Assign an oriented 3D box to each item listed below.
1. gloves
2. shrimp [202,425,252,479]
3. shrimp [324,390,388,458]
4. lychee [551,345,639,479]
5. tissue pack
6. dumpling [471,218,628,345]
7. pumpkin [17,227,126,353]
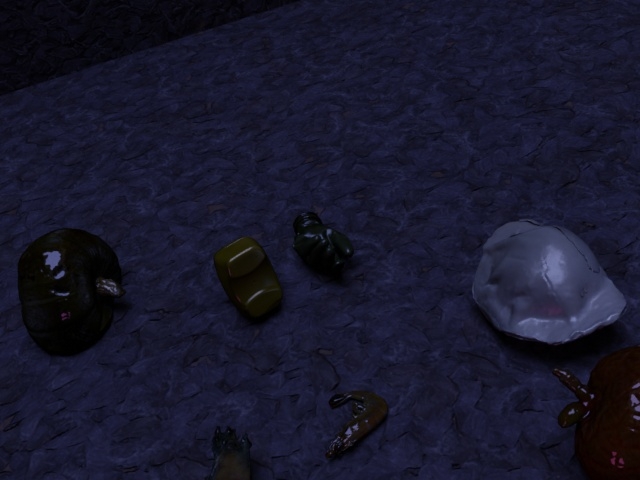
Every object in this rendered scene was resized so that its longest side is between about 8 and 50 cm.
[{"bbox_3d":[0.001,0.011,1.862,0.135,0.107,0.268,-13,22,-11],"label":"gloves"},{"bbox_3d":[-0.214,0.494,1.318,0.272,0.085,0.445,-30,25,20],"label":"shrimp"},{"bbox_3d":[0.048,0.354,1.498,0.178,0.034,0.124,-36,42,-27],"label":"shrimp"},{"bbox_3d":[0.530,0.301,1.261,0.300,0.255,0.255,26,45,-4],"label":"lychee"},{"bbox_3d":[-0.173,0.083,1.767,0.123,0.178,0.127,-31,24,-19],"label":"tissue pack"},{"bbox_3d":[0.455,0.087,1.596,0.260,0.181,0.341,-29,63,-4],"label":"dumpling"},{"bbox_3d":[-0.605,0.093,1.843,0.242,0.232,0.325,-7,43,4],"label":"pumpkin"}]
